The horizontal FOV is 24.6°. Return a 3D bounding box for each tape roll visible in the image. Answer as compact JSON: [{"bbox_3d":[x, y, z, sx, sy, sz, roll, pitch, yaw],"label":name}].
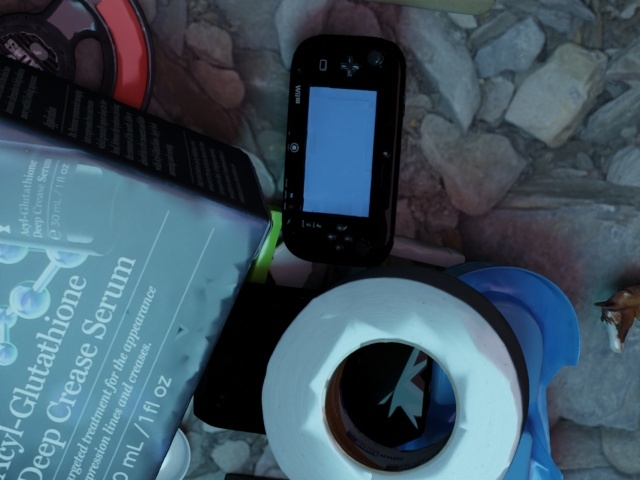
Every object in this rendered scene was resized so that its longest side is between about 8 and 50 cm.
[{"bbox_3d":[0.064,0.133,1.238,0.219,0.072,0.219,1,97,12],"label":"tape roll"}]

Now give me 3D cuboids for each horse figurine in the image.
[{"bbox_3d":[0.402,0.086,1.439,0.263,0.066,0.174,-18,113,-2],"label":"horse figurine"}]

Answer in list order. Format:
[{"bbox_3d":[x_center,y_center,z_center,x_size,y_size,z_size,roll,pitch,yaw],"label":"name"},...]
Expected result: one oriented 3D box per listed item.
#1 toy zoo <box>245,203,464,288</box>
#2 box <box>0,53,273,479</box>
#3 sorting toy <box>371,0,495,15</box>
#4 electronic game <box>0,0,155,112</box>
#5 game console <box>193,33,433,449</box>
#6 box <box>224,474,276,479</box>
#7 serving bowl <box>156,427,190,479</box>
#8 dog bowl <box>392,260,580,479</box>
[{"bbox_3d":[0.013,0.078,1.388,0.293,0.030,0.192,14,103,-13],"label":"toy zoo"},{"bbox_3d":[-0.281,0.014,1.184,0.396,0.212,0.293,21,104,-14],"label":"box"},{"bbox_3d":[0.031,-0.321,1.254,0.307,0.041,0.229,5,105,-19],"label":"sorting toy"},{"bbox_3d":[-0.258,-0.152,1.270,0.229,0.048,0.229,-2,105,-9],"label":"electronic game"},{"bbox_3d":[0.000,0.000,1.294,0.213,0.044,0.361,5,97,12],"label":"game console"},{"bbox_3d":[-0.062,0.428,1.284,0.097,0.395,0.318,8,103,-10],"label":"box"},{"bbox_3d":[-0.166,0.201,1.394,0.083,0.027,0.083,-3,105,-9],"label":"serving bowl"},{"bbox_3d":[0.145,0.157,1.381,0.166,0.074,0.297,1,105,-12],"label":"dog bowl"}]
